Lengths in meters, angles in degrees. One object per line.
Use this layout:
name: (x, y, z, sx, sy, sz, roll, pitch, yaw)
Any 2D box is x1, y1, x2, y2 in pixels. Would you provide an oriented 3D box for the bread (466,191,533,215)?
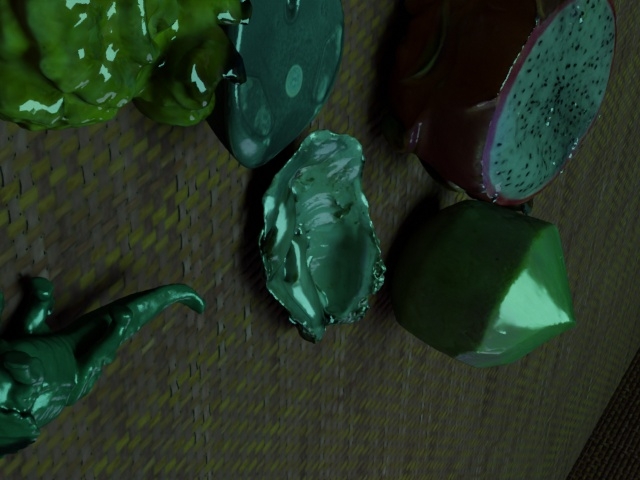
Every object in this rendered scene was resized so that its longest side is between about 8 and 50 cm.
bread: (0.257, -0.157, 1.633, 0.244, 0.123, 0.190, -59, 157, -21)

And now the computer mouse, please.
computer mouse: (-0.052, -0.235, 0.924, 0.167, 0.090, 0.380, -35, 134, -54)

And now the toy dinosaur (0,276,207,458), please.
toy dinosaur: (-0.188, 0.073, 0.893, 0.292, 0.079, 0.120, -43, 151, -43)

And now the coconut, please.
coconut: (0.215, 0.058, 1.581, 0.236, 0.235, 0.205, 2, 111, -66)

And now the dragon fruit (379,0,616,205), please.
dragon fruit: (0.183, -0.185, 1.387, 0.290, 0.189, 0.291, -37, 140, -39)

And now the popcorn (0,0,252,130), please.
popcorn: (-0.137, -0.150, 0.742, 0.195, 0.173, 0.169, -8, 95, -55)

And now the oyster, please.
oyster: (0.003, 0.002, 1.243, 0.199, 0.087, 0.252, -59, 150, 0)
